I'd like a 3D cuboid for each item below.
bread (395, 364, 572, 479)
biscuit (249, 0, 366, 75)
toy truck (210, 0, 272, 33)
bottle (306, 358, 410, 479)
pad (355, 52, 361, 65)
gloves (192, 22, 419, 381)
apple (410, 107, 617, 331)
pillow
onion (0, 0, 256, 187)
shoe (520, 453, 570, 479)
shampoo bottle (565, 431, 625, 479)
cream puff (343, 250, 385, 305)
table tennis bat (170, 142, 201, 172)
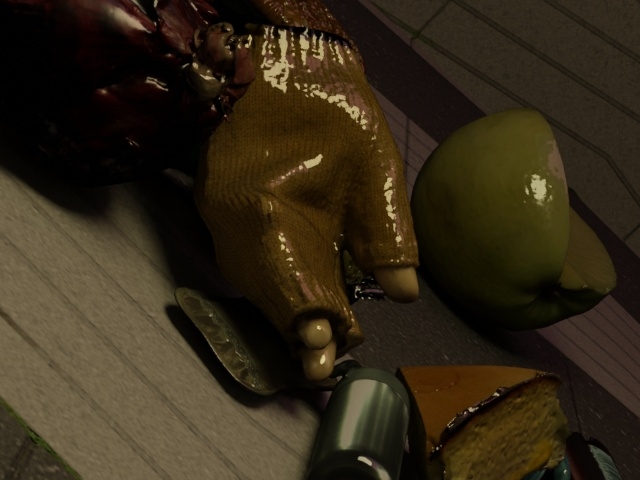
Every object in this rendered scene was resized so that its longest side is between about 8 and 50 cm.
[{"bbox_3d":[0.154,0.199,1.694,0.160,0.169,0.140,-74,158,-63],"label":"bread"},{"bbox_3d":[-0.049,-0.315,2.257,0.305,0.038,0.305,42,12,-11],"label":"biscuit"},{"bbox_3d":[-0.167,-0.308,2.281,0.305,0.136,0.162,35,10,-40],"label":"toy truck"},{"bbox_3d":[0.032,0.175,1.581,0.096,0.079,0.254,53,14,-8],"label":"bottle"},{"bbox_3d":[-0.077,-0.163,1.996,0.299,0.005,0.202,8,48,-21],"label":"pad"},{"bbox_3d":[-0.018,-0.037,1.669,0.203,0.155,0.356,5,62,-25],"label":"gloves"},{"bbox_3d":[0.246,-0.011,2.387,0.295,0.233,0.258,54,15,-52],"label":"apple"},{"bbox_3d":[-0.056,0.097,1.654,0.130,0.033,0.217,51,16,20],"label":"pillow"},{"bbox_3d":[-0.213,-0.171,1.593,0.281,0.221,0.281,20,-14,5],"label":"onion"},{"bbox_3d":[0.201,0.222,1.889,0.207,0.091,0.106,37,11,-41],"label":"shoe"},{"bbox_3d":[0.328,0.344,1.925,0.129,0.084,0.323,49,12,-31],"label":"shampoo bottle"},{"bbox_3d":[0.000,0.000,1.838,0.169,0.183,0.183,67,17,4],"label":"cream puff"},{"bbox_3d":[-0.115,-0.082,1.851,0.160,0.039,0.257,5,-9,9],"label":"table tennis bat"}]
